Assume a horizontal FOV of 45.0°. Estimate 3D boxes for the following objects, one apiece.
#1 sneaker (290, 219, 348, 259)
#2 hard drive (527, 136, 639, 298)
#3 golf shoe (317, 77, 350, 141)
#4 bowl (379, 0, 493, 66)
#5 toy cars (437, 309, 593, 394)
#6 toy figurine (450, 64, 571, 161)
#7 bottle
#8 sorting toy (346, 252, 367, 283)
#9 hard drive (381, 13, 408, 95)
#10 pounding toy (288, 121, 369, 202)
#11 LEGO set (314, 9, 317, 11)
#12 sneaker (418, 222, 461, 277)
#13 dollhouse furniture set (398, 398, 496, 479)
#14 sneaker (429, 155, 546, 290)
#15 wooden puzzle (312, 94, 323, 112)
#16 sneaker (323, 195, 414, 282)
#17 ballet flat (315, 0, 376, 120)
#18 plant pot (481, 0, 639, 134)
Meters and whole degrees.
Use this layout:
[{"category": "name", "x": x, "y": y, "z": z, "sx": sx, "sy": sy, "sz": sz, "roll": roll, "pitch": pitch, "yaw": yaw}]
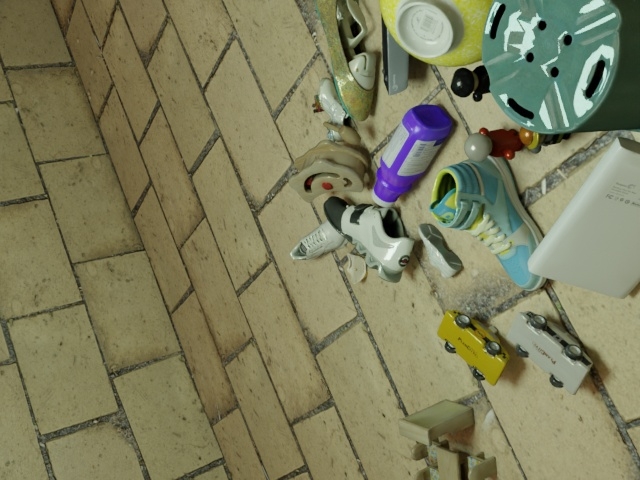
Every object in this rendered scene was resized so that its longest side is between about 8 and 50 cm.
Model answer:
[{"category": "sneaker", "x": 0.000, "y": 0.000, "z": 2.224, "sx": 0.235, "sy": 0.094, "sz": 0.090, "roll": -43, "pitch": 64, "yaw": 51}, {"category": "hard drive", "x": 0.529, "y": -0.029, "z": 1.360, "sx": 0.040, "sy": 0.202, "sz": 0.308, "roll": -83, "pitch": 13, "yaw": -46}, {"category": "golf shoe", "x": 0.049, "y": -0.353, "z": 2.066, "sx": 0.086, "sy": 0.069, "sz": 0.176, "roll": -7, "pitch": 102, "yaw": 39}, {"category": "bowl", "x": 0.223, "y": -0.431, "z": 1.444, "sx": 0.289, "sy": 0.156, "sz": 0.290, "roll": 21, "pitch": 142, "yaw": 17}, {"category": "toy cars", "x": 0.428, "y": 0.229, "z": 1.696, "sx": 0.393, "sy": 0.087, "sz": 0.177, "roll": -5, "pitch": 102, "yaw": 53}, {"category": "toy figurine", "x": 0.375, "y": -0.266, "z": 1.527, "sx": 0.209, "sy": 0.148, "sz": 0.213, "roll": -3, "pitch": 98, "yaw": 56}, {"category": "bottle", "x": 0.203, "y": -0.194, "z": 1.834, "sx": 0.092, "sy": 0.118, "sz": 0.283, "roll": 57, "pitch": 143, "yaw": 25}, {"category": "sorting toy", "x": 0.093, "y": 0.069, "z": 2.163, "sx": 0.075, "sy": 0.044, "sz": 0.083, "roll": 28, "pitch": 124, "yaw": 57}, {"category": "hard drive", "x": 0.167, "y": -0.474, "z": 1.768, "sx": 0.172, "sy": 0.054, "sz": 0.255, "roll": -90, "pitch": -4, "yaw": -67}, {"category": "pounding toy", "x": 0.044, "y": -0.212, "z": 2.049, "sx": 0.269, "sy": 0.154, "sz": 0.155, "roll": -28, "pitch": 40, "yaw": 49}, {"category": "LEGO set", "x": 0.022, "y": -0.617, "z": 2.036, "sx": 0.083, "sy": 0.023, "sz": 0.054, "roll": 16, "pitch": 117, "yaw": 38}, {"category": "sneaker", "x": 0.276, "y": 0.027, "z": 1.866, "sx": 0.152, "sy": 0.053, "sz": 0.061, "roll": 59, "pitch": 146, "yaw": 23}, {"category": "dollhouse furniture set", "x": 0.300, "y": 0.544, "z": 1.920, "sx": 0.212, "sy": 0.160, "sz": 0.242, "roll": 5, "pitch": 106, "yaw": 55}, {"category": "sneaker", "x": 0.336, "y": -0.025, "z": 1.619, "sx": 0.127, "sy": 0.208, "sz": 0.319, "roll": -41, "pitch": 69, "yaw": 52}, {"category": "wooden puzzle", "x": 0.001, "y": -0.384, "z": 2.160, "sx": 0.083, "sy": 0.006, "sz": 0.049, "roll": 2, "pitch": 103, "yaw": 56}, {"category": "sneaker", "x": 0.135, "y": -0.045, "z": 2.011, "sx": 0.330, "sy": 0.122, "sz": 0.146, "roll": 46, "pitch": 118, "yaw": 38}, {"category": "ballet flat", "x": 0.080, "y": -0.476, "z": 1.926, "sx": 0.123, "sy": 0.123, "sz": 0.349, "roll": -18, "pitch": 86, "yaw": 56}, {"category": "plant pot", "x": 0.458, "y": -0.313, "z": 1.223, "sx": 0.341, "sy": 0.334, "sz": 0.341, "roll": 26, "pitch": 123, "yaw": 50}]
